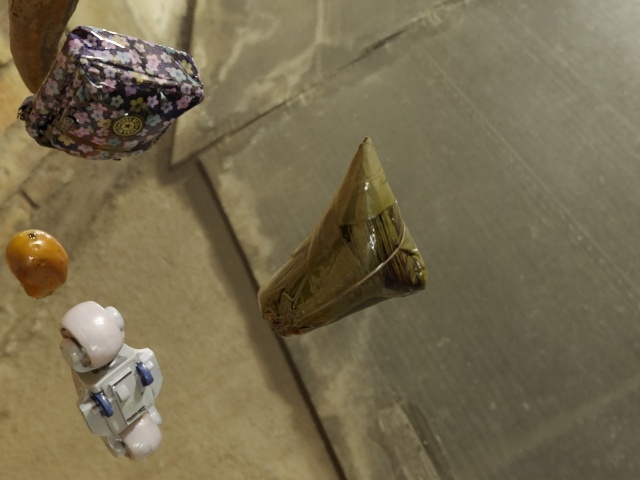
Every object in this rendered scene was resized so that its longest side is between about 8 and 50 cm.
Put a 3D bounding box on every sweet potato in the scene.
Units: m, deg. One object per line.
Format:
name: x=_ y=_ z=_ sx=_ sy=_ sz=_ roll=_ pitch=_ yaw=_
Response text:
sweet potato: x=-0.450 y=-0.358 z=1.567 sx=0.114 sy=0.341 sz=0.092 roll=19 pitch=53 yaw=-13

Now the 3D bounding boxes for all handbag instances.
handbag: x=-0.301 y=-0.196 z=1.384 sx=0.208 sy=0.229 sz=0.126 roll=-45 pitch=52 yaw=39

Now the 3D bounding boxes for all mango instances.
mango: x=-0.510 y=0.039 z=1.753 sx=0.105 sy=0.159 sz=0.084 roll=-13 pitch=61 yaw=-9

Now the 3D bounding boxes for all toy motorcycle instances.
toy motorcycle: x=-0.250 y=0.163 z=1.135 sx=0.112 sy=0.254 sz=0.112 roll=-5 pitch=44 yaw=4

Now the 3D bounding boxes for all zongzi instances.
zongzi: x=0.000 y=0.000 z=1.515 sx=0.274 sy=0.300 sz=0.145 roll=-23 pitch=38 yaw=3
